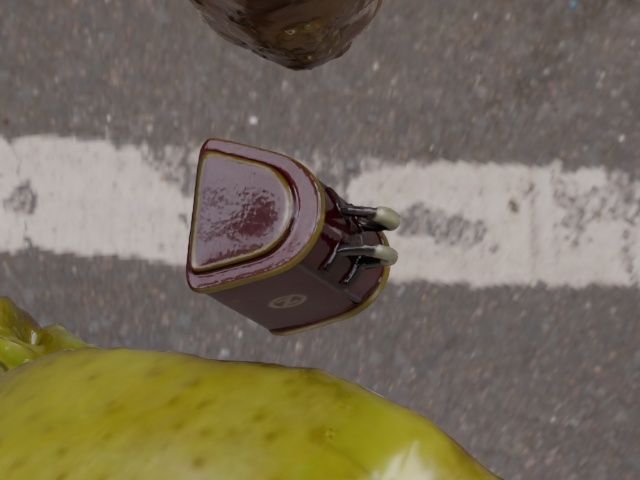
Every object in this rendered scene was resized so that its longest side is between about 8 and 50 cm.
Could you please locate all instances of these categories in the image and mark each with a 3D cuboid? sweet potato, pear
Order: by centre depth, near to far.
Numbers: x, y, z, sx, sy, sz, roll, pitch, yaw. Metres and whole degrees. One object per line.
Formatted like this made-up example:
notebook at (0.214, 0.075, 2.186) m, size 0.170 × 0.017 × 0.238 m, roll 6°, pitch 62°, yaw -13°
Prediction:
pear at (-0.051, 0.221, 0.494) m, size 0.340 × 0.386 × 0.191 m, roll 41°, pitch 48°, yaw 9°
sweet potato at (-0.015, -0.126, 0.741) m, size 0.106 × 0.354 × 0.095 m, roll -21°, pitch 93°, yaw 14°

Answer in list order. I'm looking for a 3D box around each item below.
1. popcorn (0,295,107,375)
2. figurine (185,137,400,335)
popcorn at (-0.220, 0.119, 0.870) m, size 0.225 × 0.174 × 0.286 m, roll 39°, pitch 40°, yaw 19°
figurine at (0.000, 0.001, 0.896) m, size 0.098 × 0.154 × 0.082 m, roll -5°, pitch 74°, yaw 22°
